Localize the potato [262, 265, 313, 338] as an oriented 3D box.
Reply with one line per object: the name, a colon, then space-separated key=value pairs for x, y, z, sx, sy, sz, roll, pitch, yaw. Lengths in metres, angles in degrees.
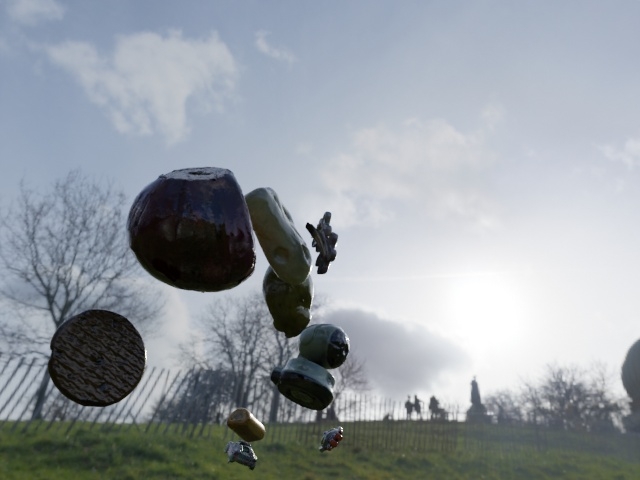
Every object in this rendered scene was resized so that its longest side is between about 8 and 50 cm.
potato: x=-0.136 y=0.245 z=2.268 sx=0.218 sy=0.351 sz=0.202 roll=12 pitch=-23 yaw=-34

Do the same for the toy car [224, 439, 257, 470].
toy car: x=-0.205 y=0.550 z=1.360 sx=0.069 sy=0.055 sz=0.142 roll=25 pitch=-13 yaw=-13

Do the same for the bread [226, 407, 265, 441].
bread: x=-0.271 y=0.677 z=1.926 sx=0.092 sy=0.074 sz=0.239 roll=-10 pitch=-35 yaw=4

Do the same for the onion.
onion: x=-0.301 y=-0.026 z=1.182 sx=0.260 sy=0.337 sz=0.282 roll=-7 pitch=-58 yaw=-23

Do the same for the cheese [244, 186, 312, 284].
cheese: x=-0.144 y=-0.035 z=1.833 sx=0.129 sy=0.328 sz=0.351 roll=-29 pitch=-78 yaw=6

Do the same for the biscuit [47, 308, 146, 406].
biscuit: x=-0.472 y=0.249 z=1.122 sx=0.036 sy=0.212 sz=0.212 roll=-19 pitch=-38 yaw=41

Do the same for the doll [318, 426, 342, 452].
doll: x=0.039 y=0.694 z=1.829 sx=0.062 sy=0.104 sz=0.195 roll=23 pitch=-20 yaw=0

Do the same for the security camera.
security camera: x=-0.012 y=0.404 z=1.760 sx=0.191 sy=0.277 sz=0.197 roll=-1 pitch=-43 yaw=33

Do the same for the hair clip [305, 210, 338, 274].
hair clip: x=0.007 y=0.003 z=1.691 sx=0.075 sy=0.257 sz=0.146 roll=17 pitch=-61 yaw=-26
